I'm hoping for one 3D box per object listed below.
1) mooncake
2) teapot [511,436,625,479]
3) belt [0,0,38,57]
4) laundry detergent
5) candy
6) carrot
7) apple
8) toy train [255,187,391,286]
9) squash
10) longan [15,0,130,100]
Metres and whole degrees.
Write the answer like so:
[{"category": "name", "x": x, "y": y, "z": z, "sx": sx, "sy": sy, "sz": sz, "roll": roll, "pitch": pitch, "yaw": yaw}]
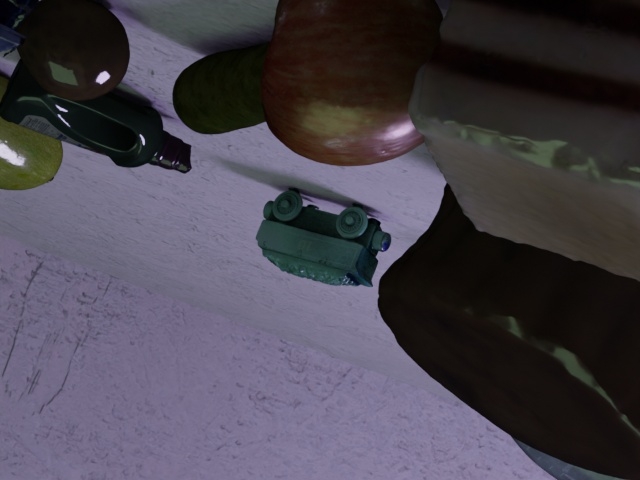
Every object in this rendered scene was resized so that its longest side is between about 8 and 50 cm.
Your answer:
[{"category": "mooncake", "x": 0.226, "y": 0.073, "z": 1.556, "sx": 0.324, "sy": 0.187, "sz": 0.324, "roll": 31, "pitch": 164, "yaw": 10}, {"category": "teapot", "x": 0.363, "y": 0.184, "z": 2.006, "sx": 0.312, "sy": 0.233, "sz": 0.315, "roll": 26, "pitch": 141, "yaw": -2}, {"category": "belt", "x": -0.319, "y": -0.219, "z": 1.390, "sx": 0.128, "sy": 0.122, "sz": 0.218, "roll": 27, "pitch": 162, "yaw": -26}, {"category": "laundry detergent", "x": -0.238, "y": -0.130, "z": 1.837, "sx": 0.222, "sy": 0.078, "sz": 0.144, "roll": 24, "pitch": 166, "yaw": -14}, {"category": "candy", "x": 0.181, "y": -0.072, "z": 1.134, "sx": 0.179, "sy": 0.135, "sz": 0.320, "roll": 19, "pitch": 170, "yaw": 17}, {"category": "carrot", "x": -0.034, "y": -0.140, "z": 1.406, "sx": 0.074, "sy": 0.074, "sz": 0.358, "roll": 25, "pitch": 166, "yaw": -23}, {"category": "apple", "x": 0.027, "y": -0.121, "z": 1.156, "sx": 0.131, "sy": 0.146, "sz": 0.146, "roll": 6, "pitch": 169, "yaw": 3}, {"category": "toy train", "x": 0.000, "y": 0.000, "z": 1.992, "sx": 0.172, "sy": 0.099, "sz": 0.070, "roll": 15, "pitch": 166, "yaw": 30}, {"category": "squash", "x": -0.404, "y": -0.139, "z": 1.983, "sx": 0.132, "sy": 0.132, "sz": 0.247, "roll": 12, "pitch": 168, "yaw": 42}, {"category": "longan", "x": -0.228, "y": -0.176, "z": 1.515, "sx": 0.113, "sy": 0.092, "sz": 0.113, "roll": 20, "pitch": 172, "yaw": 3}]
